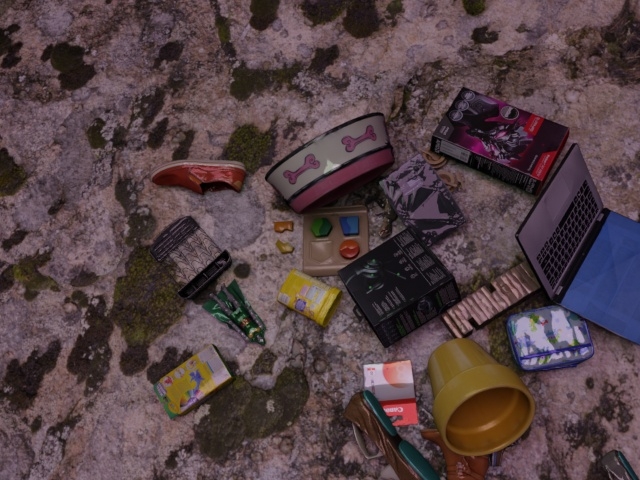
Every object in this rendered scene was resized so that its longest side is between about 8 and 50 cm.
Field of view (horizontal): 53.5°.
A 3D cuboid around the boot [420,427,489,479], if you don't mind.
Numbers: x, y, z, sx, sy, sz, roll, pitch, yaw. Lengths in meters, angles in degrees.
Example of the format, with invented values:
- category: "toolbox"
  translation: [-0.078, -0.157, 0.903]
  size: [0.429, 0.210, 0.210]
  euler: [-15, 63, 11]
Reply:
- category: "boot"
  translation: [0.358, 0.598, 1.731]
  size: [0.197, 0.073, 0.153]
  euler: [9, 76, 15]

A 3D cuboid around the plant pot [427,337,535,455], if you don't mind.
- category: "plant pot"
  translation: [0.402, 0.397, 1.690]
  size: [0.253, 0.254, 0.239]
  euler: [-22, 33, 1]

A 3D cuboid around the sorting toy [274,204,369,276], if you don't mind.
- category: "sorting toy"
  translation: [0.000, 0.000, 2.022]
  size: [0.306, 0.041, 0.229]
  euler: [-3, 70, 8]

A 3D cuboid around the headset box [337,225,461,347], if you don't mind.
- category: "headset box"
  translation: [0.218, 0.138, 1.844]
  size: [0.283, 0.131, 0.246]
  euler: [-32, 46, -3]

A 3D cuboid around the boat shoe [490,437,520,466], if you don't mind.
- category: "boat shoe"
  translation: [0.509, 0.530, 1.730]
  size: [0.066, 0.066, 0.183]
  euler: [14, 74, 13]

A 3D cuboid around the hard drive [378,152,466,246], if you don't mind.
- category: "hard drive"
  translation: [0.313, -0.121, 1.954]
  size: [0.172, 0.054, 0.255]
  euler: [-35, 88, 7]

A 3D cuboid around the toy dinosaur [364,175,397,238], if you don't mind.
- category: "toy dinosaur"
  translation: [0.216, -0.139, 2.018]
  size: [0.118, 0.064, 0.268]
  euler: [26, 82, -1]

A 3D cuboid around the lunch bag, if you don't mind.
- category: "lunch bag"
  translation: [0.644, 0.277, 1.788]
  size: [0.218, 0.090, 0.176]
  euler: [-11, 72, 7]

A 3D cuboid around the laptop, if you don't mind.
- category: "laptop"
  translation: [0.786, 0.003, 1.740]
  size: [0.236, 0.408, 0.382]
  euler: [5, 49, 51]

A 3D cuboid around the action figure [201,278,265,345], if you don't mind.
- category: "action figure"
  translation: [-0.248, 0.238, 1.972]
  size: [0.137, 0.063, 0.232]
  euler: [-43, 73, -10]

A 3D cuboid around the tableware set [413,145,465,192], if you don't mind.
- category: "tableware set"
  translation: [0.375, -0.231, 2.025]
  size: [0.128, 0.039, 0.194]
  euler: [-14, 59, 5]

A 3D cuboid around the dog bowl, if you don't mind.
- category: "dog bowl"
  translation: [0.044, -0.219, 1.919]
  size: [0.407, 0.408, 0.151]
  euler: [-28, 88, -1]

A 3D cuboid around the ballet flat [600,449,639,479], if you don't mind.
- category: "ballet flat"
  translation: [0.812, 0.648, 1.645]
  size: [0.068, 0.072, 0.213]
  euler: [-43, 66, 23]

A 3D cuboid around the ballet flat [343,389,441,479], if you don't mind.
- category: "ballet flat"
  translation: [0.184, 0.577, 1.751]
  size: [0.124, 0.116, 0.342]
  euler: [-45, 74, 14]

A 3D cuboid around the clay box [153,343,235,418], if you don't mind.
- category: "clay box"
  translation: [-0.384, 0.430, 1.927]
  size: [0.222, 0.053, 0.127]
  euler: [-35, 69, -2]

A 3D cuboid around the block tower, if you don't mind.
- category: "block tower"
  translation: [0.516, 0.168, 1.847]
  size: [0.335, 0.091, 0.097]
  euler: [-33, 69, -2]

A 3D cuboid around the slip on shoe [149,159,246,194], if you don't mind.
- category: "slip on shoe"
  translation: [-0.414, -0.207, 2.132]
  size: [0.330, 0.123, 0.102]
  euler: [0, 74, 5]

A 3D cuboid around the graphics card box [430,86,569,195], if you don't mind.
- category: "graphics card box"
  translation: [0.560, -0.317, 1.996]
  size: [0.370, 0.094, 0.233]
  euler: [27, 67, 19]

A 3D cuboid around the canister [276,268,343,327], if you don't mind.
- category: "canister"
  translation: [-0.034, 0.173, 1.949]
  size: [0.169, 0.073, 0.126]
  euler: [26, 77, 19]

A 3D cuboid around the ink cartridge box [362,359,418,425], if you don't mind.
- category: "ink cartridge box"
  translation: [0.200, 0.440, 1.829]
  size: [0.145, 0.045, 0.180]
  euler: [-7, 67, 8]

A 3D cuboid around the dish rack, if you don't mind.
- category: "dish rack"
  translation: [-0.433, 0.045, 2.064]
  size: [0.208, 0.074, 0.271]
  euler: [-42, 69, -7]

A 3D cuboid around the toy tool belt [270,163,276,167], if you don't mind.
- category: "toy tool belt"
  translation: [-0.122, -0.240, 2.124]
  size: [0.083, 0.051, 0.052]
  euler: [-4, 70, 8]
